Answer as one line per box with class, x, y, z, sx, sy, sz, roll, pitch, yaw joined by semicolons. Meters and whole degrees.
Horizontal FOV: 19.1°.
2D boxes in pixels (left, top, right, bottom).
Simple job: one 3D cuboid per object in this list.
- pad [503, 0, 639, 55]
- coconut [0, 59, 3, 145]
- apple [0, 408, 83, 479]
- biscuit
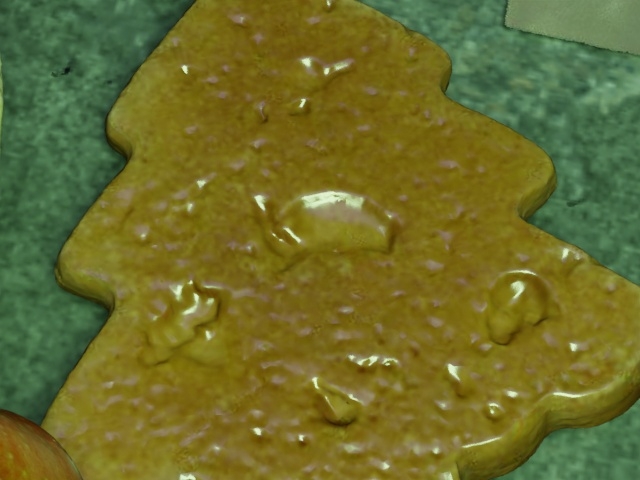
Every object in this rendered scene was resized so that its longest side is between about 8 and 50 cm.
pad;0.191;-0.131;0.950;0.187;0.006;0.113;12;63;1
coconut;-0.219;-0.038;0.765;0.197;0.237;0.237;-15;57;35
apple;-0.168;0.149;0.705;0.199;0.199;0.199;1;64;-3
biscuit;0.000;0.000;0.855;0.284;0.043;0.306;-10;63;-7
